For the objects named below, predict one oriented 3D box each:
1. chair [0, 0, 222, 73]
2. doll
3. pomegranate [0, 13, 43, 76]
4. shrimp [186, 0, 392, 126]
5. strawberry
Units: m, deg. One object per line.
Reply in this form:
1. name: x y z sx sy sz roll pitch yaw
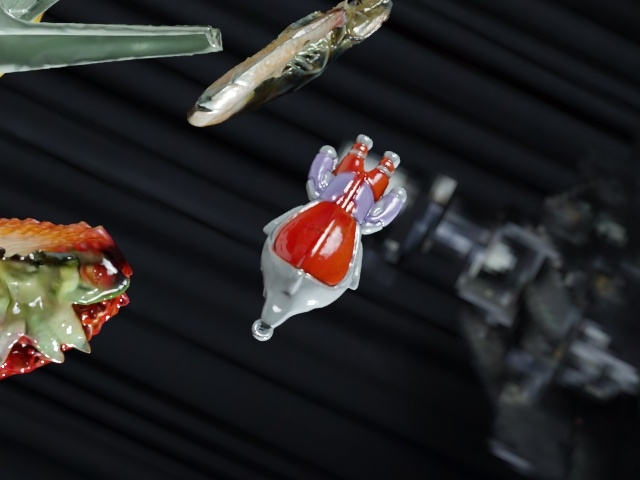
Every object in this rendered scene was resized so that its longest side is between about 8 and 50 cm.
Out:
1. chair: -0.185 -0.211 1.194 0.190 0.275 0.203 -56 140 -67
2. doll: 0.000 0.000 1.781 0.227 0.102 0.075 -60 176 -21
3. pomegranate: -0.493 -0.317 2.062 0.416 0.417 0.416 -62 -172 14
4. shrimp: -0.015 -0.169 1.696 0.251 0.052 0.143 -40 -176 -33
5. strawberry: -0.310 0.048 1.694 0.306 0.233 0.137 11 -75 58
